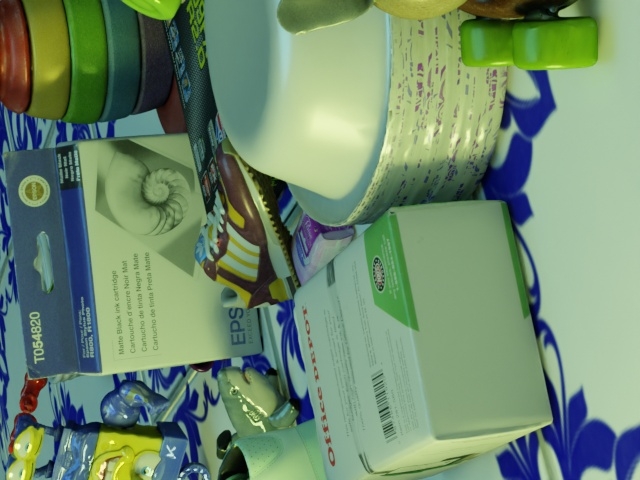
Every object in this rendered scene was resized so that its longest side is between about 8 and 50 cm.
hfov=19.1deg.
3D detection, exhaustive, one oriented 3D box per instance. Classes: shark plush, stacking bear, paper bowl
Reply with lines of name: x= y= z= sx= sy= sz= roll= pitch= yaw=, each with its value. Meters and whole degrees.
shark plush: x=-0.068 y=0.185 z=1.784 sx=0.073 sy=0.067 sz=0.161 roll=-121 pitch=31 yaw=-48
stacking bear: x=-0.271 y=-0.186 z=1.904 sx=0.164 sy=0.289 sz=0.175 roll=113 pitch=145 yaw=-54
paper bowl: x=0.010 y=-0.151 z=1.351 sx=0.284 sy=0.148 sz=0.284 roll=174 pitch=90 yaw=-72

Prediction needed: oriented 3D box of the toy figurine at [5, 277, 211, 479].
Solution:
toy figurine: x=-0.217 y=0.205 z=2.038 sx=0.191 sy=0.217 sz=0.362 roll=-133 pitch=57 yaw=-79

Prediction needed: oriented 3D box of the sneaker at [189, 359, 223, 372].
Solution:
sneaker: x=-0.151 y=0.094 z=1.974 sx=0.223 sy=0.083 sz=0.098 roll=155 pitch=103 yaw=-69

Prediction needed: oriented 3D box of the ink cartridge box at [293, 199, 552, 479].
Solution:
ink cartridge box: x=0.065 y=0.079 z=1.343 sx=0.219 sy=0.092 sz=0.160 roll=138 pitch=123 yaw=-67

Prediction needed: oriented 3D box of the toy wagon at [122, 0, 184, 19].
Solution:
toy wagon: x=-0.074 y=-0.298 z=1.465 sx=0.267 sy=0.068 sz=0.344 roll=-63 pitch=-2 yaw=-10

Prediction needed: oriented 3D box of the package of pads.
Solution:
package of pads: x=0.000 y=0.000 z=1.591 sx=0.083 sy=0.032 sz=0.050 roll=113 pitch=143 yaw=-54

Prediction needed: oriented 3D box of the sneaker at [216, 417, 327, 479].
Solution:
sneaker: x=-0.031 y=0.242 z=1.578 sx=0.094 sy=0.151 sz=0.256 roll=-121 pitch=30 yaw=-46

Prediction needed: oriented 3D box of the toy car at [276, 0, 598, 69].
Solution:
toy car: x=0.059 y=-0.176 z=1.138 sx=0.149 sy=0.188 sz=0.155 roll=-163 pitch=68 yaw=-69

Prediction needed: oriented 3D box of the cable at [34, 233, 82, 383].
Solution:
cable: x=-0.323 y=0.050 z=2.425 sx=0.257 sy=0.089 sz=0.257 roll=102 pitch=153 yaw=-43

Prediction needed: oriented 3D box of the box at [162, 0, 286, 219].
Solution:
box: x=-0.078 y=-0.180 z=1.711 sx=0.216 sy=0.060 sz=0.270 roll=123 pitch=136 yaw=-61

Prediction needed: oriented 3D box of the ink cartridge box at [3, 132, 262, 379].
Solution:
ink cartridge box: x=-0.175 y=0.012 z=1.800 sx=0.045 sy=0.224 sz=0.223 roll=174 pitch=89 yaw=-71

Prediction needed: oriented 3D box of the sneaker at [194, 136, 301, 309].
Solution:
sneaker: x=-0.074 y=-0.008 z=1.626 sx=0.069 sy=0.084 sz=0.185 roll=-96 pitch=-10 yaw=-48
